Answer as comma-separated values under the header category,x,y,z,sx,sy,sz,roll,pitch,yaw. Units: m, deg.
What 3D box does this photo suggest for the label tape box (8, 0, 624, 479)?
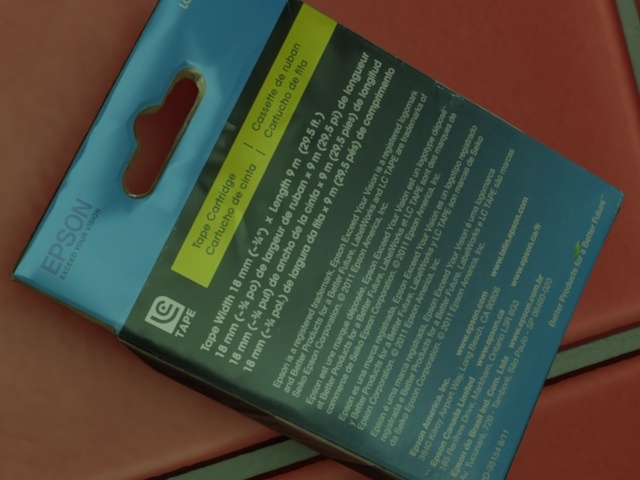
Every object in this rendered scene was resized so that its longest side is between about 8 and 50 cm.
category,x,y,z,sx,sy,sz,roll,pitch,yaw
label tape box,0.000,0.000,0.791,0.334,0.106,0.240,29,77,-14
